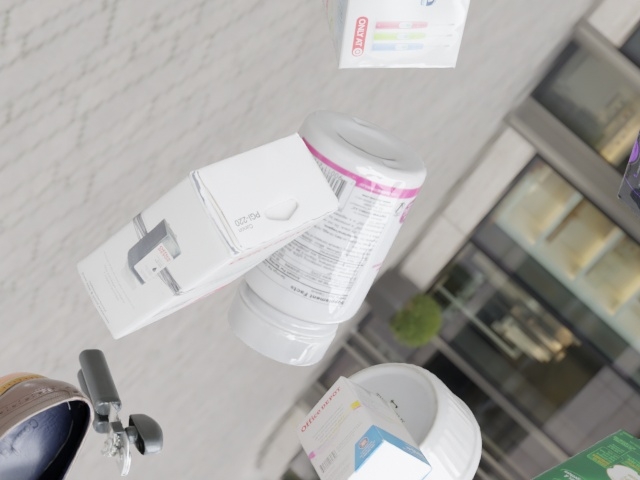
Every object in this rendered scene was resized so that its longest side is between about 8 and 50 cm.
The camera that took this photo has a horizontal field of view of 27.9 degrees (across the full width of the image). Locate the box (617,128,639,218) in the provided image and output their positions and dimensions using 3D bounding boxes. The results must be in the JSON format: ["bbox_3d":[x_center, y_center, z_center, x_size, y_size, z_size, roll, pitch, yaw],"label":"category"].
[{"bbox_3d":[0.540,-0.045,1.672,0.143,0.270,0.165,-31,152,-18],"label":"box"}]

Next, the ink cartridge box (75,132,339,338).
[{"bbox_3d":[-0.111,-0.004,1.252,0.218,0.092,0.158,-31,176,43],"label":"ink cartridge box"}]

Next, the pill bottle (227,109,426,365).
[{"bbox_3d":[0.000,0.000,1.561,0.283,0.160,0.160,-64,165,22],"label":"pill bottle"}]

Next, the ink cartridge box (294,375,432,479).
[{"bbox_3d":[0.045,0.234,1.484,0.092,0.090,0.143,-49,-145,11],"label":"ink cartridge box"}]

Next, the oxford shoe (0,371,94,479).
[{"bbox_3d":[-0.335,0.268,1.147,0.132,0.130,0.364,-6,-133,55],"label":"oxford shoe"}]

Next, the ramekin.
[{"bbox_3d":[0.113,0.321,2.095,0.273,0.273,0.127,-45,133,-15],"label":"ramekin"}]

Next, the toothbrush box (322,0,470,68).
[{"bbox_3d":[0.062,-0.331,1.230,0.122,0.283,0.206,-3,138,-11],"label":"toothbrush box"}]

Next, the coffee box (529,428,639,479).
[{"bbox_3d":[0.222,0.220,1.017,0.184,0.113,0.040,-19,126,-38],"label":"coffee box"}]

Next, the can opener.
[{"bbox_3d":[-0.335,0.278,2.105,0.093,0.280,0.074,-3,120,-27],"label":"can opener"}]
